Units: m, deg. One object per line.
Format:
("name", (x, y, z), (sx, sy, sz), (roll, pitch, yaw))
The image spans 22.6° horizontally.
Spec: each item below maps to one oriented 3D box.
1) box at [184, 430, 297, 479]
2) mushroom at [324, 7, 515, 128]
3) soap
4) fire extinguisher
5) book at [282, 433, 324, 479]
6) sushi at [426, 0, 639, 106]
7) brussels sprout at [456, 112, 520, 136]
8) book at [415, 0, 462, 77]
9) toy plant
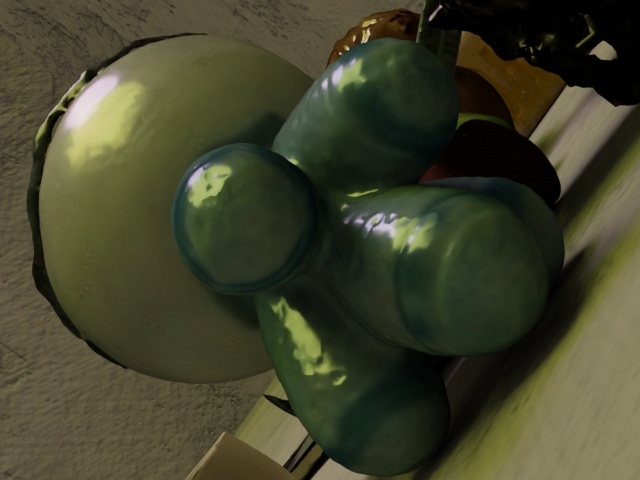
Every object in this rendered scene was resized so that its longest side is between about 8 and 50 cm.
("box", (-0.114, 0.273, 1.230), (0.168, 0.095, 0.212), (-54, 0, 34))
("mushroom", (0.065, -0.039, 1.610), (0.345, 0.239, 0.345), (-40, -23, -20))
("soap", (0.217, -0.201, 1.911), (0.232, 0.140, 0.073), (-52, 4, -25))
("fire extinguisher", (0.062, 0.035, 1.139), (0.269, 0.105, 0.105), (-52, 0, -22))
("book", (0.036, 0.132, 1.444), (0.231, 0.026, 0.157), (-53, 0, 37))
("sushi", (0.174, -0.178, 0.769), (0.234, 0.207, 0.348), (-64, -5, -2))
("brussels sprout", (0.112, -0.041, 1.374), (0.155, 0.117, 0.155), (-42, -1, -1))
("book", (0.095, -0.203, 1.111), (0.201, 0.026, 0.289), (-26, -53, -82))
("toy plant", (0.000, 0.000, 0.919), (0.247, 0.247, 0.332), (-53, 32, -16))
